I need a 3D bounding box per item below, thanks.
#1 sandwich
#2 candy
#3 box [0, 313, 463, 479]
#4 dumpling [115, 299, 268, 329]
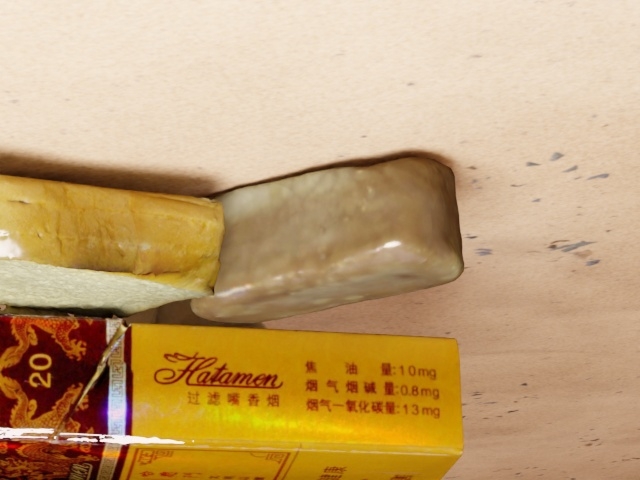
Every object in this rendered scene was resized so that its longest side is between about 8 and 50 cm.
[{"bbox_3d":[-0.225,0.005,1.385,0.251,0.087,0.226,6,168,-35],"label":"sandwich"},{"bbox_3d":[0.000,0.000,1.436,0.234,0.104,0.102,-14,158,25],"label":"candy"},{"bbox_3d":[-0.103,0.170,1.562,0.415,0.116,0.264,3,157,-9],"label":"box"},{"bbox_3d":[-0.142,0.119,1.737,0.162,0.132,0.250,13,141,-27],"label":"dumpling"}]
